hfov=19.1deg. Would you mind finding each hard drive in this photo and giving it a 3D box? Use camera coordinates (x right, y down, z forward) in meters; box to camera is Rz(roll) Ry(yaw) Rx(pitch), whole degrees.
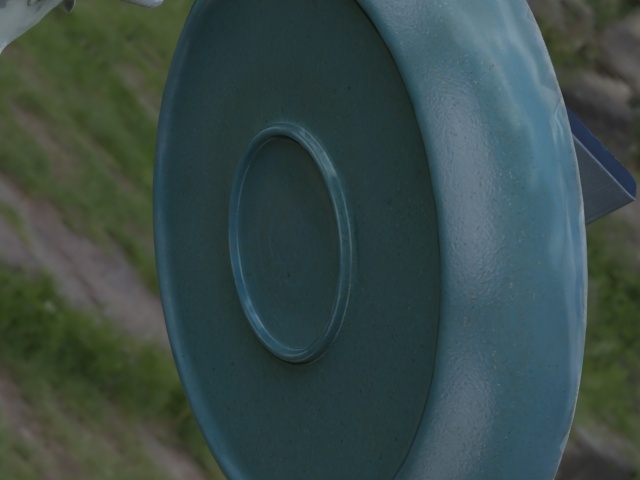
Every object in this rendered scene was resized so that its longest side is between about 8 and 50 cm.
[{"bbox_3d":[0.117,-0.032,1.200,0.094,0.135,0.022,42,38,-24],"label":"hard drive"}]

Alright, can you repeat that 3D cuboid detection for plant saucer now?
[{"bbox_3d":[0.000,0.000,0.812,0.044,0.317,0.317,-5,35,-31],"label":"plant saucer"}]

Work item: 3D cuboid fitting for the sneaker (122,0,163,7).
[{"bbox_3d":[-0.157,-0.250,1.447,0.091,0.126,0.240,16,4,6],"label":"sneaker"}]

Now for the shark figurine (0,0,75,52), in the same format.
[{"bbox_3d":[-0.191,-0.183,1.127,0.116,0.278,0.166,46,19,16],"label":"shark figurine"}]
